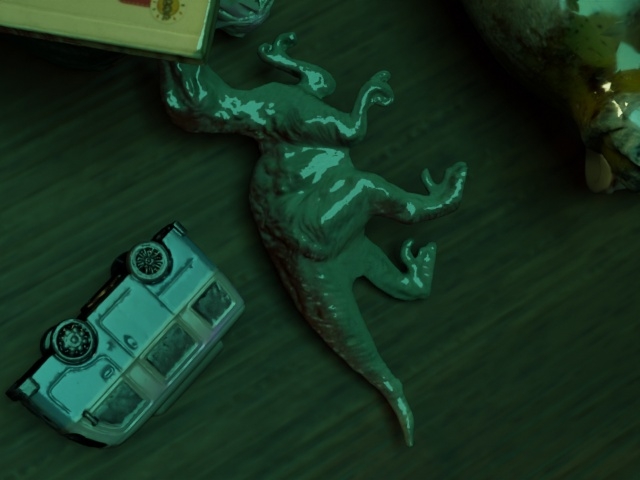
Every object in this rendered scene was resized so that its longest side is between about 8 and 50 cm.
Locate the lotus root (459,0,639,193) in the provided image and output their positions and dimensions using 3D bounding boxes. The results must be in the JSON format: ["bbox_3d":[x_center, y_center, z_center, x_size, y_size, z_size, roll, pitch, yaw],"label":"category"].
[{"bbox_3d":[0.141,-0.181,0.746,0.158,0.140,0.322,-17,88,0],"label":"lotus root"}]

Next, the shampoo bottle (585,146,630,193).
[{"bbox_3d":[0.249,-0.062,0.791,0.192,0.074,0.074,-10,84,-14],"label":"shampoo bottle"}]

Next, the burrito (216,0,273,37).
[{"bbox_3d":[-0.058,-0.217,0.741,0.064,0.064,0.203,-4,82,-15],"label":"burrito"}]

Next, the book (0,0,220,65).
[{"bbox_3d":[-0.149,-0.178,0.606,0.232,0.022,0.162,10,81,4],"label":"book"}]

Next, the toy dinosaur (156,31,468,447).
[{"bbox_3d":[0.000,0.000,0.726,0.167,0.053,0.242,-5,95,-10],"label":"toy dinosaur"}]

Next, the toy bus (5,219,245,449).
[{"bbox_3d":[-0.101,0.057,0.688,0.075,0.060,0.123,45,72,-8],"label":"toy bus"}]

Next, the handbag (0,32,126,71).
[{"bbox_3d":[-0.143,-0.276,0.681,0.238,0.089,0.326,24,81,7],"label":"handbag"}]
